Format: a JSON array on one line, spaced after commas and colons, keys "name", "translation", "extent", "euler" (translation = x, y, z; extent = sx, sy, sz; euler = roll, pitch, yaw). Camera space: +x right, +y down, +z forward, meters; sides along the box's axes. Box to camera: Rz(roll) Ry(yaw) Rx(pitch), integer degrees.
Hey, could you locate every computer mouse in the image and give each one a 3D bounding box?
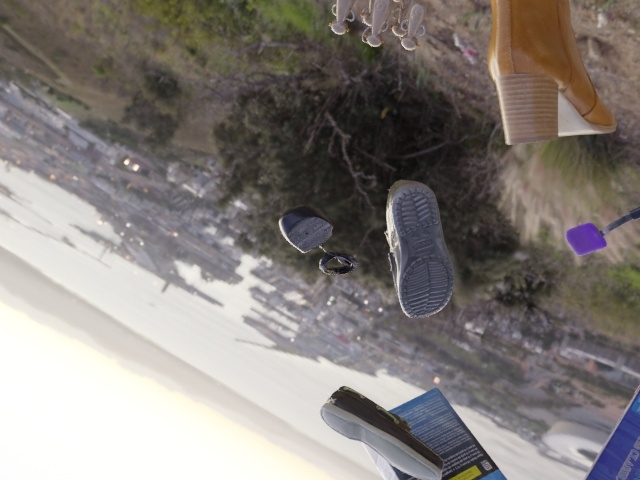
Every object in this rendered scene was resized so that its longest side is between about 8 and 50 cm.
[{"name": "computer mouse", "translation": [0.000, 0.000, 1.085], "extent": [0.041, 0.071, 0.242], "euler": [61, -172, 32]}]

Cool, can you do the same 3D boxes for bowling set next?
[{"name": "bowling set", "translation": [0.193, -0.632, 1.876], "extent": [0.287, 0.200, 0.154], "euler": [29, 126, 21]}]

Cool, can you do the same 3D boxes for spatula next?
[{"name": "spatula", "translation": [0.755, -0.047, 1.673], "extent": [0.296, 0.030, 0.084], "euler": [-33, 98, 36]}]

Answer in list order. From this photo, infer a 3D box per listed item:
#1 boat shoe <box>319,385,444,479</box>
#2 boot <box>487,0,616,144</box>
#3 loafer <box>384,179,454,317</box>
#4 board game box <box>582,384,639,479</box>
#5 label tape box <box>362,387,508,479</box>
[{"name": "boat shoe", "translation": [0.109, 0.314, 1.107], "extent": [0.228, 0.068, 0.081], "euler": [25, 140, 24]}, {"name": "boot", "translation": [0.288, -0.230, 0.809], "extent": [0.104, 0.211, 0.295], "euler": [2, -169, 37]}, {"name": "loafer", "translation": [0.154, 0.010, 1.061], "extent": [0.087, 0.094, 0.251], "euler": [-107, 8, -60]}, {"name": "board game box", "translation": [0.548, 0.378, 0.935], "extent": [0.318, 0.319, 0.066], "euler": [32, 138, 25]}, {"name": "label tape box", "translation": [0.286, 0.565, 1.680], "extent": [0.333, 0.241, 0.106], "euler": [53, 152, 38]}]
